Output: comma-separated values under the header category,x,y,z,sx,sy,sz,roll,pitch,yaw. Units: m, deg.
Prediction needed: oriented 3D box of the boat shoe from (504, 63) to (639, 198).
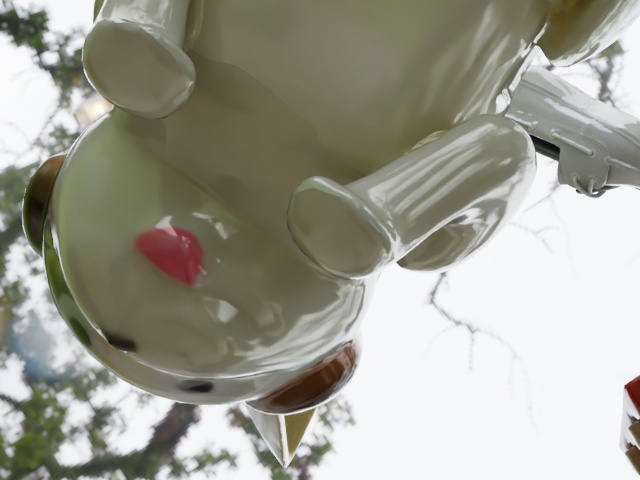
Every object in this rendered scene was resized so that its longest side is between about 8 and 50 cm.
category,x,y,z,sx,sy,sz,roll,pitch,yaw
boat shoe,0.190,-0.063,0.837,0.184,0.063,0.066,39,-1,33

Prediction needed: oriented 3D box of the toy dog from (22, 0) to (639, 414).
category,x,y,z,sx,sy,sz,roll,pitch,yaw
toy dog,-0.015,-0.093,0.694,0.285,0.408,0.395,33,7,-10

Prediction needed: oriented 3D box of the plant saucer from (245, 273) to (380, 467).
category,x,y,z,sx,sy,sz,roll,pitch,yaw
plant saucer,0.000,0.000,1.056,0.081,0.332,0.332,22,-24,10

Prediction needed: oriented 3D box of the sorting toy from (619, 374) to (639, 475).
category,x,y,z,sx,sy,sz,roll,pitch,yaw
sorting toy,0.232,0.148,0.546,0.255,0.089,0.257,60,-3,-32
